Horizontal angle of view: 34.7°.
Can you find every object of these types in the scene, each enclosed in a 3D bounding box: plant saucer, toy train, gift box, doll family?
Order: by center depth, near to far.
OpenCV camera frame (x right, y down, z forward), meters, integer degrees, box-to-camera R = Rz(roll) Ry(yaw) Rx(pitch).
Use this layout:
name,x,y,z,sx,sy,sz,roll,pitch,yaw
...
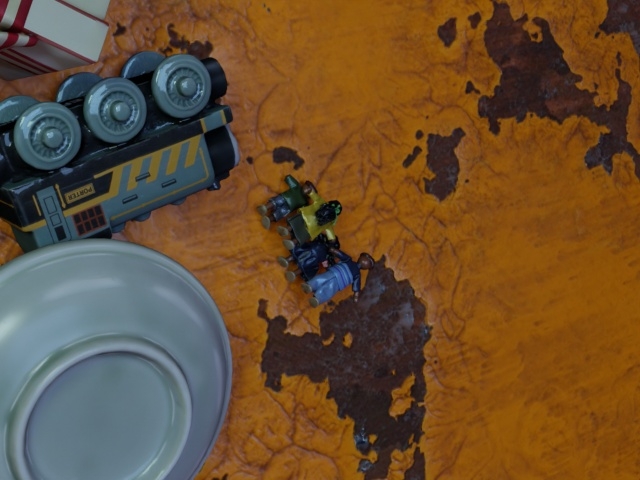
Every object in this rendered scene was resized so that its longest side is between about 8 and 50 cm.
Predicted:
name,x,y,z,sx,sy,sz,roll,pitch,yaw
gift box,-0.378,-0.313,1.084,0.276,0.255,0.258,20,79,-34
plant saucer,-0.262,0.201,1.182,0.400,0.100,0.401,-11,111,-32
toy train,-0.248,-0.106,1.229,0.334,0.142,0.190,-26,115,-29
doll family,0.000,0.000,1.402,0.111,0.076,0.193,-31,110,-30
